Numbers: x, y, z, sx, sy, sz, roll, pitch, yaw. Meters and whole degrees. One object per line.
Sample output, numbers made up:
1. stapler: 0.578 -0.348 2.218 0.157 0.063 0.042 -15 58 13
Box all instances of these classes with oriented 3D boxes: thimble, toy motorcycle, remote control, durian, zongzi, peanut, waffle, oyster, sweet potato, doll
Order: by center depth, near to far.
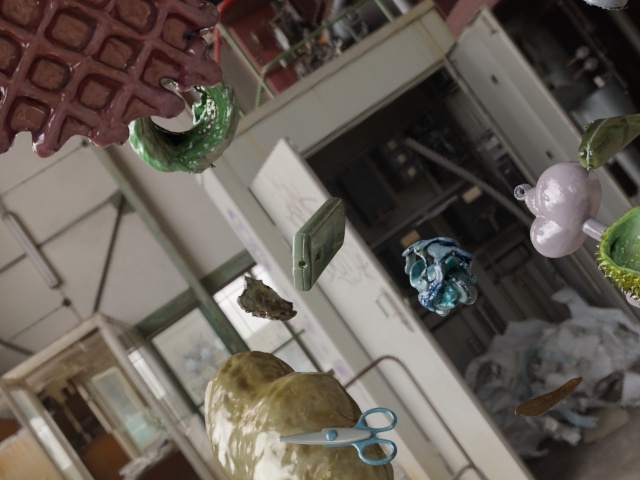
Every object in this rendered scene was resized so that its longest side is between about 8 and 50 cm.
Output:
1. waffle: -0.188 -0.170 0.545 0.234 0.221 0.055 -22 12 -20
2. peanut: -0.046 0.256 1.020 0.169 0.192 0.387 9 7 -33
3. durian: 0.425 0.026 1.023 0.100 0.086 0.215 -47 18 33
4. sweet potato: 0.305 0.213 1.030 0.115 0.026 0.026 -21 -9 -21
5. zongzi: 0.448 -0.151 1.152 0.113 0.052 0.104 -10 33 33
6. doll: 0.443 -0.003 1.159 0.094 0.365 0.160 -16 -50 -39
7. remote control: 0.000 0.000 1.300 0.038 0.098 0.233 4 20 14
8. thimble: -0.256 -0.229 1.391 0.219 0.219 0.150 -36 23 -6
9. oyster: -0.111 0.134 1.598 0.051 0.148 0.103 -51 24 31
10. toy motorcycle: 0.299 0.092 1.970 0.154 0.206 0.260 -35 -4 -19

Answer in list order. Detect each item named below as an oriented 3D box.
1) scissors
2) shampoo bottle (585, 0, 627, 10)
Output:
1. scissors: 0.016 0.193 0.755 0.119 0.058 0.014 -7 -36 13
2. shampoo bottle: 0.415 -0.430 1.050 0.072 0.072 0.214 -33 -40 -43
